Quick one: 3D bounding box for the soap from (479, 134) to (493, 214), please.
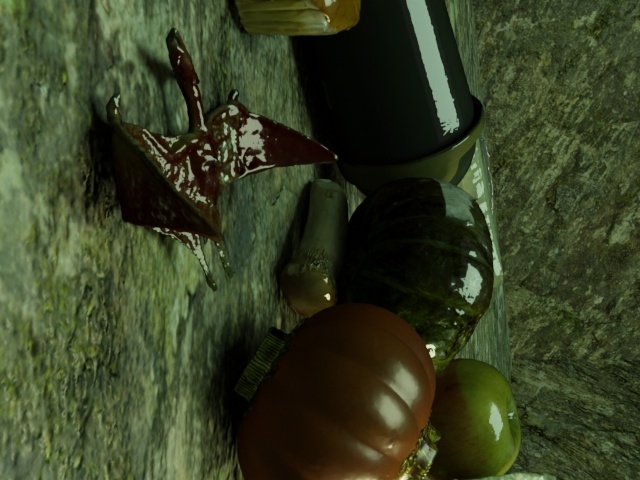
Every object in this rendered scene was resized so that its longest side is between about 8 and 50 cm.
[{"bbox_3d":[0.264,-0.070,1.657,0.302,0.158,0.258,-52,138,-61],"label":"soap"}]

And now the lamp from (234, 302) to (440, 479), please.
[{"bbox_3d":[0.016,0.165,0.778,0.223,0.196,0.223,-57,176,-6],"label":"lamp"}]

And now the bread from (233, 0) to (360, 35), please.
[{"bbox_3d":[-0.035,-0.352,0.826,0.152,0.119,0.288,-59,143,-66],"label":"bread"}]

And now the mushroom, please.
[{"bbox_3d":[0.000,0.000,0.970,0.209,0.071,0.084,-79,163,-45],"label":"mushroom"}]

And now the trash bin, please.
[{"bbox_3d":[0.102,-0.195,1.079,0.214,0.214,0.334,-67,144,-53],"label":"trash bin"}]

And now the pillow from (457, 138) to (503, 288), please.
[{"bbox_3d":[0.192,-0.087,1.326,0.255,0.119,0.322,27,-47,66],"label":"pillow"}]

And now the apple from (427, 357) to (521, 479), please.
[{"bbox_3d":[0.288,0.366,1.595,0.261,0.193,0.261,-8,90,-67],"label":"apple"}]

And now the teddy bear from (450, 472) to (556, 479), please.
[{"bbox_3d":[0.258,0.586,1.321,0.375,0.327,0.362,14,46,-34],"label":"teddy bear"}]

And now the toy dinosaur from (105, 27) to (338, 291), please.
[{"bbox_3d":[-0.069,-0.061,0.687,0.327,0.112,0.207,39,51,-69],"label":"toy dinosaur"}]

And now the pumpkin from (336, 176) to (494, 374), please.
[{"bbox_3d":[0.112,0.058,0.985,0.260,0.189,0.260,-59,-164,29],"label":"pumpkin"}]
